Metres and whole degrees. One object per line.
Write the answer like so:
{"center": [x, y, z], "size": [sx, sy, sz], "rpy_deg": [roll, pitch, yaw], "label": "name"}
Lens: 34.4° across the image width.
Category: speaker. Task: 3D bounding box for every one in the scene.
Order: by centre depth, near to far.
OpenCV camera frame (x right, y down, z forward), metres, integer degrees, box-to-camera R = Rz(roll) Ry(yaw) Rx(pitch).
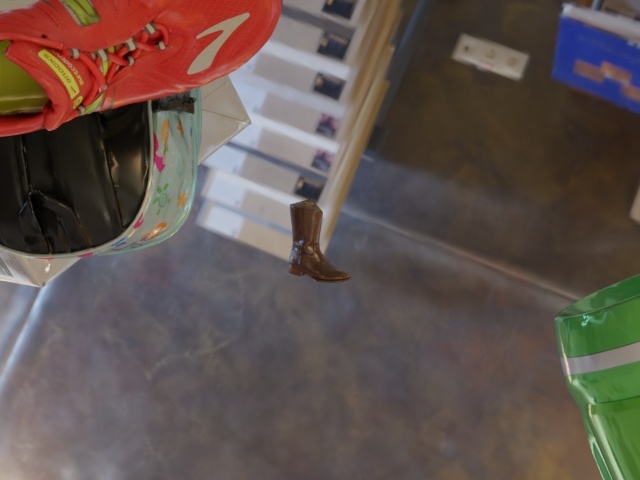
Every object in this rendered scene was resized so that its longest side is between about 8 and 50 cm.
{"center": [0.245, 0.162, 0.608], "size": [0.131, 0.131, 0.296], "rpy_deg": [143, 105, -81], "label": "speaker"}

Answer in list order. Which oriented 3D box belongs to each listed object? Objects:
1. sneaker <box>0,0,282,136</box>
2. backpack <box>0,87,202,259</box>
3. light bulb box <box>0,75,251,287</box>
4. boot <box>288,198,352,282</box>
{"center": [-0.152, -0.112, 0.664], "size": [0.118, 0.279, 0.107], "rpy_deg": [-114, 8, -59], "label": "sneaker"}
{"center": [-0.221, -0.108, 0.966], "size": [0.225, 0.253, 0.191], "rpy_deg": [-6, 176, 19], "label": "backpack"}
{"center": [-0.353, -0.142, 1.289], "size": [0.361, 0.358, 0.225], "rpy_deg": [4, 128, 47], "label": "light bulb box"}
{"center": [0.000, 0.000, 1.503], "size": [0.106, 0.114, 0.037], "rpy_deg": [10, -166, 22], "label": "boot"}
